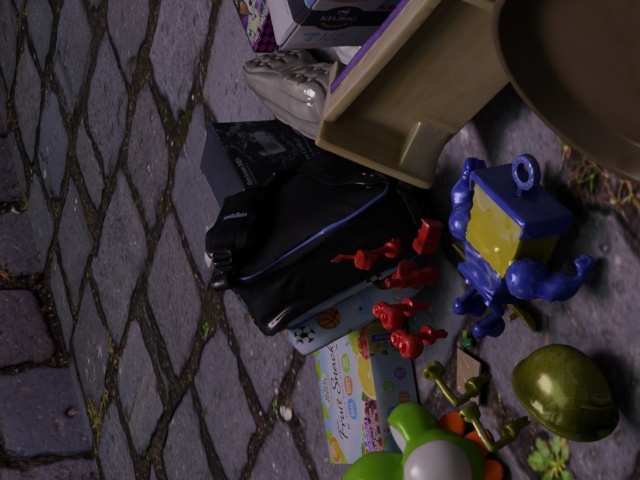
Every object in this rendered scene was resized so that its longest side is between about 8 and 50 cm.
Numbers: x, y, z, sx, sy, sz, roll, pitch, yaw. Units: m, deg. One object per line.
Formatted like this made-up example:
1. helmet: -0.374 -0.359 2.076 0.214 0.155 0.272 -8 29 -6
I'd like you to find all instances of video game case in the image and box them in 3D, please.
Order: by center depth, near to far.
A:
1. video game case: -0.088 -0.444 1.976 0.232 0.042 0.210 115 143 -48

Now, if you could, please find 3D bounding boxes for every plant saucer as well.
1. plant saucer: 0.272 -0.139 1.097 0.278 0.041 0.278 35 162 13

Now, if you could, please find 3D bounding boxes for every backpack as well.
1. backpack: 0.000 0.000 1.650 0.263 0.277 0.213 -115 0 -63

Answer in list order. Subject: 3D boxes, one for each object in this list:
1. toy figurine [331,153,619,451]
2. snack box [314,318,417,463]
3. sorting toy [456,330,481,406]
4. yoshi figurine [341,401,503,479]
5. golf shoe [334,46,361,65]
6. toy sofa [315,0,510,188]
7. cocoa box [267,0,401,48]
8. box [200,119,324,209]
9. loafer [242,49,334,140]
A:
1. toy figurine: 0.184 0.020 1.334 0.362 0.191 0.217 53 136 47
2. snack box: 0.062 0.200 1.758 0.174 0.070 0.207 161 103 -64
3. sorting toy: 0.183 0.153 1.556 0.062 0.012 0.083 -141 46 -63
4. yoshi figurine: 0.135 0.362 1.500 0.362 0.203 0.203 -116 25 -42
5. golf shoe: 0.033 -0.266 1.730 0.176 0.069 0.086 -133 38 -54
6. toy sofa: 0.136 -0.217 1.344 0.362 0.150 0.177 136 151 -60
7. cocoa box: 0.056 -0.422 1.446 0.228 0.231 0.347 -39 60 60
8. box: -0.075 -0.096 1.883 0.156 0.158 0.093 61 146 40
9. loafer: -0.031 -0.203 1.823 0.319 0.112 0.111 -136 28 -64
